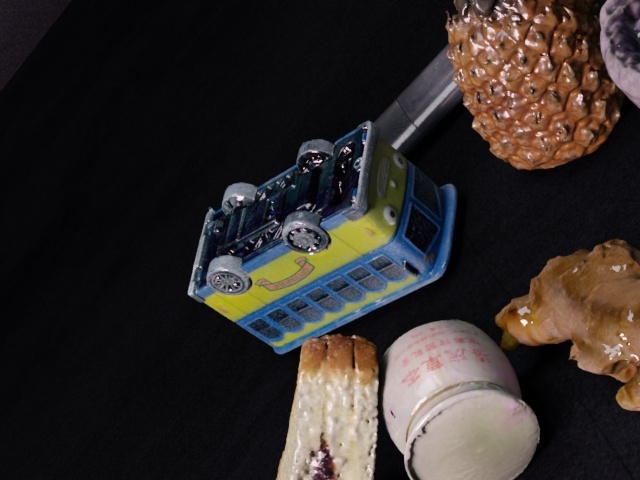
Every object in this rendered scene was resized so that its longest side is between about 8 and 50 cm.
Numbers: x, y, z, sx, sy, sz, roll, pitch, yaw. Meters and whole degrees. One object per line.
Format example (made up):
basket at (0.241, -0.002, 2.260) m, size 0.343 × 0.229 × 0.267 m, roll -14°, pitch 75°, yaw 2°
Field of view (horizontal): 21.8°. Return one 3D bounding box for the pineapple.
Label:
pineapple at (0.207, -0.252, 1.874) m, size 0.202 × 0.362 × 0.202 m, roll -24°, pitch 38°, yaw 21°

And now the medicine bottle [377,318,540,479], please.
medicine bottle at (0.139, 0.175, 1.720) m, size 0.147 × 0.147 × 0.143 m, roll -46°, pitch 31°, yaw 15°

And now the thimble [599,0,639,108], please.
thimble at (0.406, -0.206, 1.721) m, size 0.217 × 0.157 × 0.245 m, roll -34°, pitch 35°, yaw 34°

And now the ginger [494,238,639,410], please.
ginger at (0.302, 0.081, 1.659) m, size 0.333 × 0.080 × 0.166 m, roll 14°, pitch 86°, yaw 53°

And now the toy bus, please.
toy bus at (0.000, 0.000, 2.071) m, size 0.312 × 0.190 × 0.152 m, roll -28°, pitch 37°, yaw 39°

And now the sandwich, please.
sandwich at (-0.001, 0.278, 1.741) m, size 0.254 × 0.100 × 0.288 m, roll -82°, pitch 3°, yaw -49°

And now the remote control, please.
remote control at (0.136, -0.179, 2.214) m, size 0.377 × 0.044 × 0.107 m, roll -47°, pitch 25°, yaw 13°
